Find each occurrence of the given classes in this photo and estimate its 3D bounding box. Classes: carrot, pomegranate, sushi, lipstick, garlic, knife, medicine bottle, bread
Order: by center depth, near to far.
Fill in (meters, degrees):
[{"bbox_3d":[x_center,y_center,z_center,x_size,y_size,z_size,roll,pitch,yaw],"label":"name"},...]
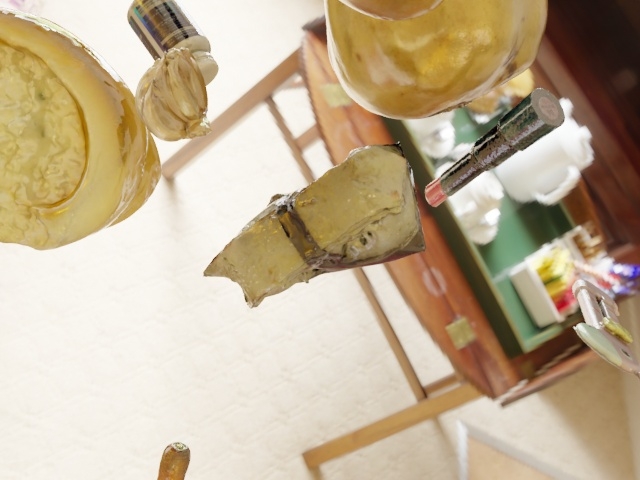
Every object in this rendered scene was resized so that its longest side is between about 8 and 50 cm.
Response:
[{"bbox_3d":[-0.161,-0.155,1.075,0.094,0.074,0.113,59,26,-22],"label":"garlic"},{"bbox_3d":[-0.016,-0.013,1.114,0.109,0.272,0.134,29,42,-87],"label":"sushi"},{"bbox_3d":[0.211,-0.107,1.255,0.053,0.234,0.053,16,57,-26],"label":"lipstick"},{"bbox_3d":[0.141,-0.323,1.332,0.332,0.332,0.333,27,47,-33],"label":"pomegranate"},{"bbox_3d":[-0.430,-0.129,1.341,0.424,0.245,0.329,16,75,12],"label":"bread"},{"bbox_3d":[0.437,0.123,1.527,0.132,0.038,0.398,38,14,0],"label":"knife"},{"bbox_3d":[-0.243,0.402,1.563,0.047,0.191,0.047,15,19,-5],"label":"carrot"},{"bbox_3d":[-0.274,-0.375,1.860,0.107,0.107,0.191,-15,64,-50],"label":"medicine bottle"}]

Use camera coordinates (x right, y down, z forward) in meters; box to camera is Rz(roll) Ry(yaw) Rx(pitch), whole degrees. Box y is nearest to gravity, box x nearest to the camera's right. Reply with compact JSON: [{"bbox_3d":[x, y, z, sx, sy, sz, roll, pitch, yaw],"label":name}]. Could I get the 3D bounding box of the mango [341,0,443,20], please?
[{"bbox_3d":[0.022,-0.249,0.640,0.138,0.113,0.253,39,-16,34],"label":"mango"}]
